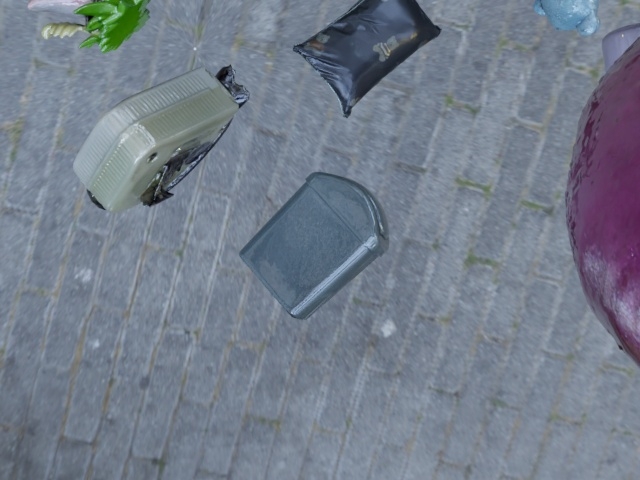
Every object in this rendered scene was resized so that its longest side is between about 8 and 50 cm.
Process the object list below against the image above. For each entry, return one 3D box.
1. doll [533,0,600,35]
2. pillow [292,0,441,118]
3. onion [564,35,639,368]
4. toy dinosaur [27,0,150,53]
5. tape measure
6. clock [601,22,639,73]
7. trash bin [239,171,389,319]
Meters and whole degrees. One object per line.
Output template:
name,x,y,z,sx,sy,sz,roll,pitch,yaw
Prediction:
doll,0.332,-0.362,1.365,0.075,0.120,0.180,-11,122,-25
pillow,0.054,-0.210,1.092,0.150,0.048,0.090,-40,89,-10
onion,0.339,-0.035,0.661,0.358,0.345,0.358,-3,77,12
toy dinosaur,-0.327,-0.371,1.456,0.177,0.152,0.194,44,80,2
tape measure,-0.259,-0.151,1.692,0.133,0.271,0.231,47,134,4
clock,0.482,-0.210,1.075,0.322,0.295,0.113,-6,85,-27
trash bin,0.000,0.000,1.753,0.236,0.101,0.177,-45,75,7
